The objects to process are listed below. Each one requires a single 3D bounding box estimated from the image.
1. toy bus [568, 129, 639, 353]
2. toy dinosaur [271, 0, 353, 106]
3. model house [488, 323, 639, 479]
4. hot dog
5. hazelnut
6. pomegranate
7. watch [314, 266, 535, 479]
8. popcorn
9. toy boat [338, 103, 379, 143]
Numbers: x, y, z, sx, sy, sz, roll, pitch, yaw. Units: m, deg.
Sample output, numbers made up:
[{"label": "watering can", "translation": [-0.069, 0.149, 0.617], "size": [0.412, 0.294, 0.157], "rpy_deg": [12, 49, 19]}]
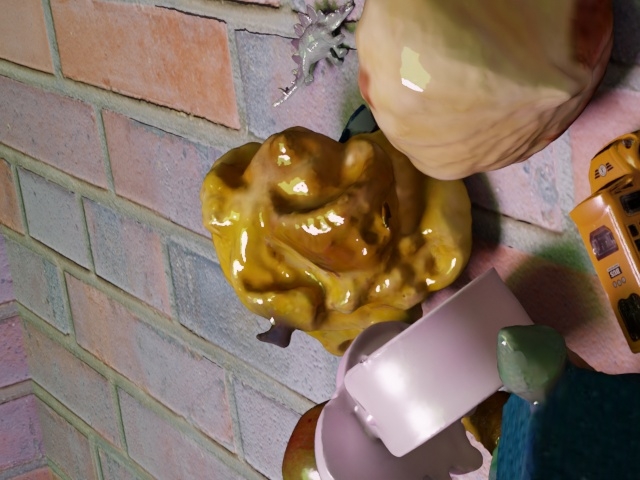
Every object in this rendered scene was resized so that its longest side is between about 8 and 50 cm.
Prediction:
[{"label": "toy bus", "translation": [0.292, 0.001, 1.399], "size": [0.194, 0.088, 0.083], "rpy_deg": [68, 154, 10]}, {"label": "toy dinosaur", "translation": [-0.011, -0.234, 1.892], "size": [0.209, 0.039, 0.082], "rpy_deg": [-52, 55, 46]}, {"label": "model house", "translation": [0.189, 0.249, 1.377], "size": [0.245, 0.280, 0.312], "rpy_deg": [-9, 60, 38]}, {"label": "hot dog", "translation": [0.256, 0.249, 1.628], "size": [0.289, 0.083, 0.068], "rpy_deg": [43, 121, 44]}, {"label": "hazelnut", "translation": [0.153, -0.174, 1.402], "size": [0.241, 0.261, 0.261], "rpy_deg": [47, 143, 40]}, {"label": "pomegranate", "translation": [0.057, 0.290, 1.943], "size": [0.210, 0.180, 0.179], "rpy_deg": [6, 113, 30]}, {"label": "watch", "translation": [0.121, 0.158, 1.567], "size": [0.196, 0.244, 0.231], "rpy_deg": [54, 140, 4]}, {"label": "popcorn", "translation": [0.000, 0.000, 1.728], "size": [0.297, 0.281, 0.316], "rpy_deg": [27, 153, -7]}, {"label": "toy boat", "translation": [0.021, -0.082, 1.899], "size": [0.046, 0.080, 0.229], "rpy_deg": [31, 143, 4]}]
